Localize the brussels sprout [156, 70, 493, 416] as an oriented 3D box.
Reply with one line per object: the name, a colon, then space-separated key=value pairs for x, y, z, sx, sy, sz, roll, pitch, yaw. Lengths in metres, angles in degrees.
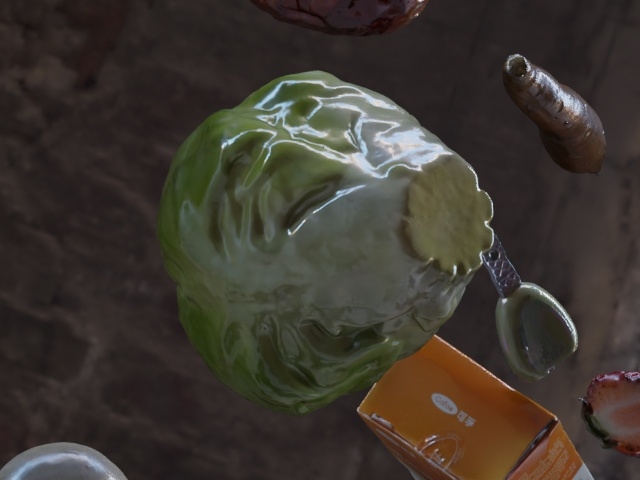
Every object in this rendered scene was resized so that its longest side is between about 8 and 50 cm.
brussels sprout: x=-0.008 y=-0.008 z=1.499 sx=0.243 sy=0.273 sz=0.316 roll=2 pitch=-34 yaw=-44

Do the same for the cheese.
cheese: x=0.231 y=0.073 z=2.027 sx=0.192 sy=0.097 sz=0.037 roll=59 pitch=-18 yaw=-22

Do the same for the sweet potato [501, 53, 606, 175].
sweet potato: x=0.213 y=-0.104 z=1.512 sx=0.057 sy=0.057 sz=0.264 roll=11 pitch=-13 yaw=23

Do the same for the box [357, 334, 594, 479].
box: x=0.212 y=0.277 z=2.201 sx=0.225 sy=0.143 sz=0.341 roll=34 pitch=-12 yaw=32

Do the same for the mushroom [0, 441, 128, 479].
mushroom: x=-0.341 y=0.358 z=2.292 sx=0.206 sy=0.206 sz=0.209 roll=20 pitch=25 yaw=-4

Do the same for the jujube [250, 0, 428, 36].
jujube: x=0.014 y=-0.328 z=2.048 sx=0.250 sy=0.174 sz=0.174 roll=14 pitch=-18 yaw=24

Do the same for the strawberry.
strawberry: x=0.478 y=0.245 z=2.598 sx=0.187 sy=0.082 sz=0.146 roll=-23 pitch=-68 yaw=37
